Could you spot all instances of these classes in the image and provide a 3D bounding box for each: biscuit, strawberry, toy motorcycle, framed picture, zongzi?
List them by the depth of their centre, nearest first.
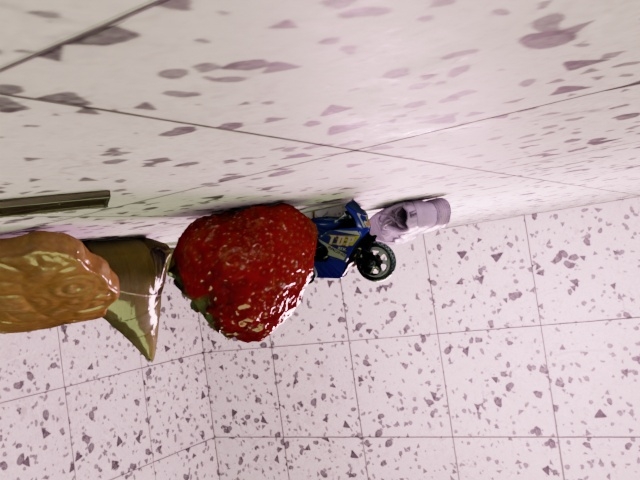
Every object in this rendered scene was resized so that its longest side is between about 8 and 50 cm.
[{"bbox_3d":[-0.349,-0.045,0.930,0.149,0.011,0.109,-7,177,-19],"label":"framed picture"},{"bbox_3d":[-0.125,0.044,1.333,0.277,0.257,0.257,-41,-177,-10],"label":"strawberry"},{"bbox_3d":[-0.566,0.097,1.335,0.364,0.062,0.385,-7,156,-4],"label":"biscuit"},{"bbox_3d":[0.000,0.000,1.473,0.315,0.169,0.113,1,-173,18],"label":"toy motorcycle"},{"bbox_3d":[-0.483,0.154,1.599,0.289,0.318,0.154,-5,-163,-37],"label":"zongzi"}]

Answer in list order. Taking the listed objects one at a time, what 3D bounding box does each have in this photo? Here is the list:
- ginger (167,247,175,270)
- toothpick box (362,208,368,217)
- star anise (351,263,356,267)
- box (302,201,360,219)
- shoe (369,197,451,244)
[{"bbox_3d":[-0.465,0.065,2.167,0.137,0.089,0.289,-33,167,36],"label":"ginger"},{"bbox_3d":[0.078,-0.050,1.619,0.052,0.052,0.083,-8,179,11],"label":"toothpick box"},{"bbox_3d":[-0.019,0.012,1.744,0.292,0.109,0.349,-18,-163,10],"label":"star anise"},{"bbox_3d":[0.022,-0.029,1.562,0.154,0.084,0.040,-11,177,40],"label":"box"},{"bbox_3d":[0.179,-0.044,1.706,0.137,0.095,0.245,0,169,-43],"label":"shoe"}]
